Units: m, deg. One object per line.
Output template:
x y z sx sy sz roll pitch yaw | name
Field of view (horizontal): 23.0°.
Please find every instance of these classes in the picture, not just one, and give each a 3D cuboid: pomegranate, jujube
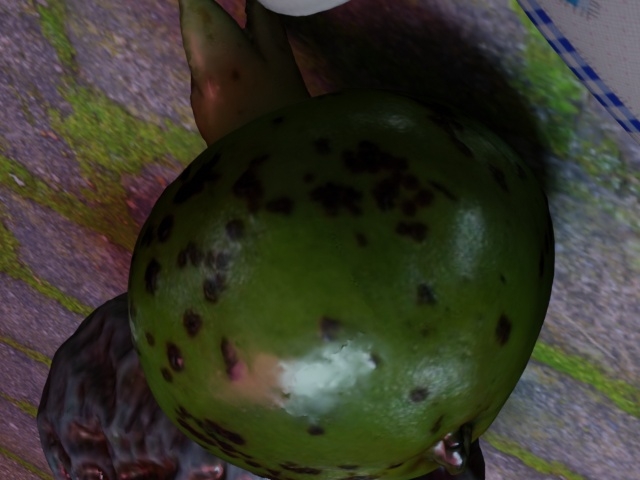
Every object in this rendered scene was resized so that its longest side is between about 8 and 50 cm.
0.000 0.000 0.758 0.263 0.211 0.211 62 160 18 | pomegranate
-0.040 0.124 0.981 0.317 0.226 0.226 1 136 53 | jujube

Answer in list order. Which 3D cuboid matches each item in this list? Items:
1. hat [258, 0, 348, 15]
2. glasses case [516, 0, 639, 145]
-0.096 -0.192 0.583 0.258 0.168 0.301 0 135 53 | hat
0.187 -0.041 0.572 0.327 0.076 0.125 44 155 -11 | glasses case
